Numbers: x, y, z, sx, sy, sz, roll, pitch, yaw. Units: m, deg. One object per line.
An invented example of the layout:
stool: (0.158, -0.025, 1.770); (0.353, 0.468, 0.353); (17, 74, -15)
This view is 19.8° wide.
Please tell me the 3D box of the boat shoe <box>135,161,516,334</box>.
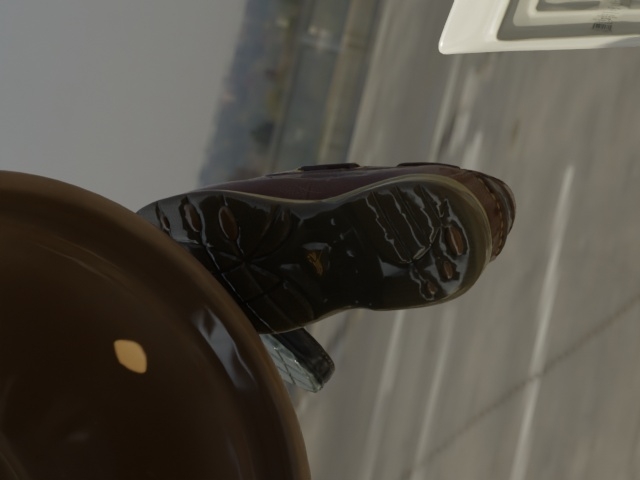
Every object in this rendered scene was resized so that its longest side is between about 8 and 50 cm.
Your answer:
boat shoe: (0.000, 0.000, 0.769); (0.060, 0.178, 0.064); (-32, -68, -55)

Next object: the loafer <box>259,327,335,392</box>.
loafer: (-0.036, 0.030, 1.172); (0.170, 0.061, 0.062); (46, 165, 37)

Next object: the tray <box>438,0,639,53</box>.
tray: (0.222, -0.202, 1.410); (0.030, 0.270, 0.145); (51, 134, 38)

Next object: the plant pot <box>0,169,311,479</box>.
plant pot: (-0.128, 0.102, 0.710); (0.109, 0.237, 0.237); (-35, 34, 45)
